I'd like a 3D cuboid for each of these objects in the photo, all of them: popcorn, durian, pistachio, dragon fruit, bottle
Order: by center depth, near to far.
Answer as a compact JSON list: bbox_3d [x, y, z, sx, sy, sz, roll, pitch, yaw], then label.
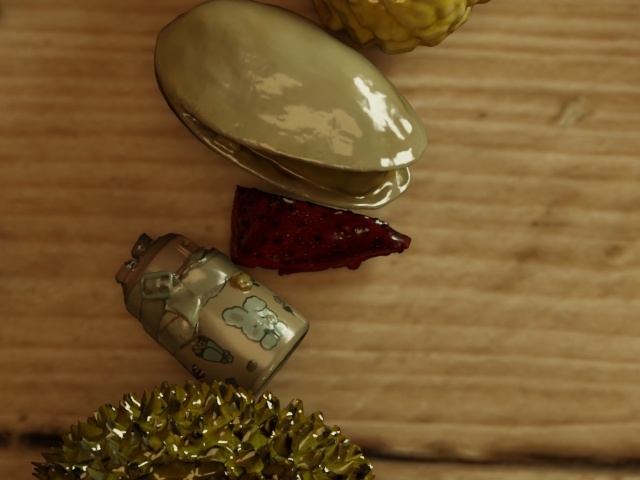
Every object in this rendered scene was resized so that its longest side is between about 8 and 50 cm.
[{"bbox_3d":[-0.073,0.217,1.211,0.293,0.258,0.258,32,87,-8],"label":"durian"},{"bbox_3d":[-0.026,-0.104,1.321,0.223,0.126,0.152,27,45,3],"label":"pistachio"},{"bbox_3d":[0.059,-0.235,1.331,0.180,0.180,0.170,34,126,1],"label":"popcorn"},{"bbox_3d":[-0.092,0.053,1.334,0.152,0.099,0.099,40,87,2],"label":"bottle"},{"bbox_3d":[-0.002,0.003,1.354,0.131,0.097,0.063,14,90,-22],"label":"dragon fruit"}]
